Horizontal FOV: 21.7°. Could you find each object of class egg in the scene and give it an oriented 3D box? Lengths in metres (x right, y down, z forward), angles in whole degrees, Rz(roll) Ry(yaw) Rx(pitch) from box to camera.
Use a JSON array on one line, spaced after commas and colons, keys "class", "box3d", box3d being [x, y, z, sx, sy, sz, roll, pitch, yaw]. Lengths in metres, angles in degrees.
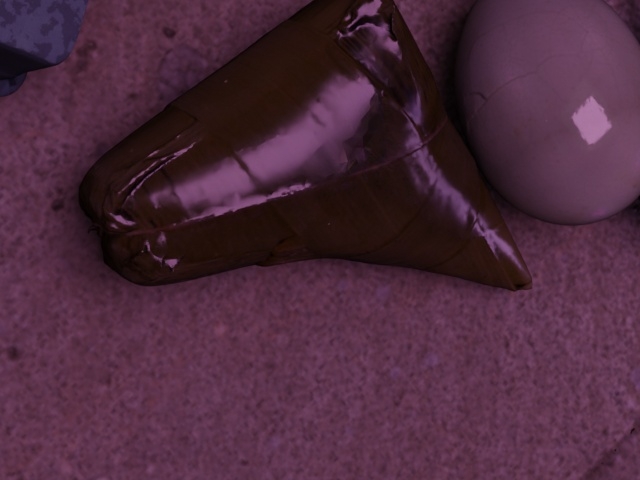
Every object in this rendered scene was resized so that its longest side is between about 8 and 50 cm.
[{"class": "egg", "box3d": [0.178, -0.111, 1.278, 0.151, 0.151, 0.209, -12, 67, -22]}]

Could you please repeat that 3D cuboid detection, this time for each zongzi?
[{"class": "zongzi", "box3d": [0.000, 0.000, 1.221, 0.274, 0.145, 0.300, -38, 116, -13]}]

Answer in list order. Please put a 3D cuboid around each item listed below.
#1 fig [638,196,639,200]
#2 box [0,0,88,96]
[{"class": "fig", "box3d": [0.334, -0.137, 1.346, 0.191, 0.190, 0.290, 4, 70, -22]}, {"class": "box", "box3d": [-0.228, -0.220, 1.127, 0.162, 0.130, 0.227, 22, 80, -36]}]
